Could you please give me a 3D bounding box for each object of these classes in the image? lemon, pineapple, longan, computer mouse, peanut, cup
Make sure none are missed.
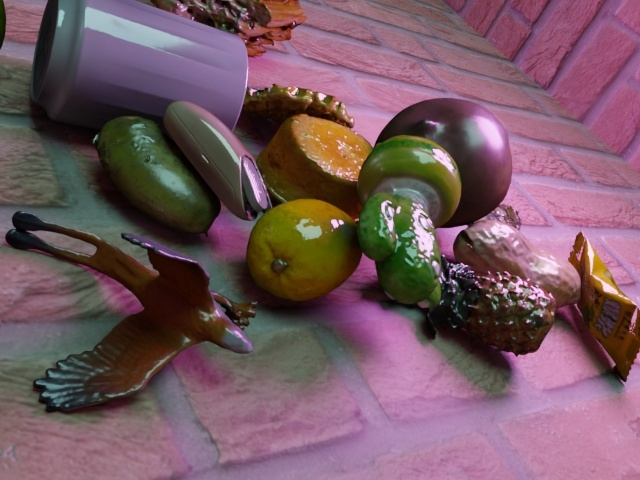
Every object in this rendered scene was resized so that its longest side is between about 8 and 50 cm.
[{"bbox_3d":[-0.025,0.014,1.103,0.170,0.170,0.207,42,29,17],"label":"lemon"},{"bbox_3d":[0.259,0.110,1.247,0.309,0.141,0.170,19,56,4],"label":"pineapple"},{"bbox_3d":[0.255,-0.165,1.455,0.297,0.297,0.297,22,33,-15],"label":"longan"},{"bbox_3d":[-0.162,-0.135,1.122,0.236,0.082,0.145,51,3,8],"label":"computer mouse"},{"bbox_3d":[0.422,0.055,1.454,0.313,0.149,0.149,26,32,-9],"label":"peanut"},{"bbox_3d":[-0.344,-0.311,1.256,0.326,0.237,0.322,9,8,-31],"label":"cup"}]

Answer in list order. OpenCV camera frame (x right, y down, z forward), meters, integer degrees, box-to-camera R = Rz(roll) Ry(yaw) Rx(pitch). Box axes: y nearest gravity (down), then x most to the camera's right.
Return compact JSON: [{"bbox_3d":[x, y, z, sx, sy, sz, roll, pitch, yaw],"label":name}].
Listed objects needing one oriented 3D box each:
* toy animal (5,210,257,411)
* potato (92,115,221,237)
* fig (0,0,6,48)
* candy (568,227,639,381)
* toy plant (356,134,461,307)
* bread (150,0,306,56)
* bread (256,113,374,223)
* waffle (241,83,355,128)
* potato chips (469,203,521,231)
[{"bbox_3d":[-0.238,0.077,0.919,0.302,0.225,0.284,19,10,-42],"label":"toy animal"},{"bbox_3d":[-0.264,-0.100,1.114,0.251,0.113,0.149,49,19,4],"label":"potato"},{"bbox_3d":[-0.611,-0.430,1.121,0.233,0.314,0.233,28,4,-2],"label":"fig"},{"bbox_3d":[0.600,0.132,1.466,0.081,0.187,0.297,-8,38,-8],"label":"candy"},{"bbox_3d":[0.142,-0.022,1.150,0.224,0.184,0.316,56,31,-30],"label":"toy plant"},{"bbox_3d":[-0.259,-0.599,1.746,0.370,0.192,0.314,-21,62,-46],"label":"bread"},{"bbox_3d":[0.005,-0.136,1.360,0.268,0.146,0.268,22,36,-17],"label":"bread"},{"bbox_3d":[-0.061,-0.284,1.471,0.291,0.051,0.291,13,-4,1],"label":"waffle"},{"bbox_3d":[0.423,-0.068,1.731,0.219,0.029,0.202,2,42,-34],"label":"potato chips"}]
